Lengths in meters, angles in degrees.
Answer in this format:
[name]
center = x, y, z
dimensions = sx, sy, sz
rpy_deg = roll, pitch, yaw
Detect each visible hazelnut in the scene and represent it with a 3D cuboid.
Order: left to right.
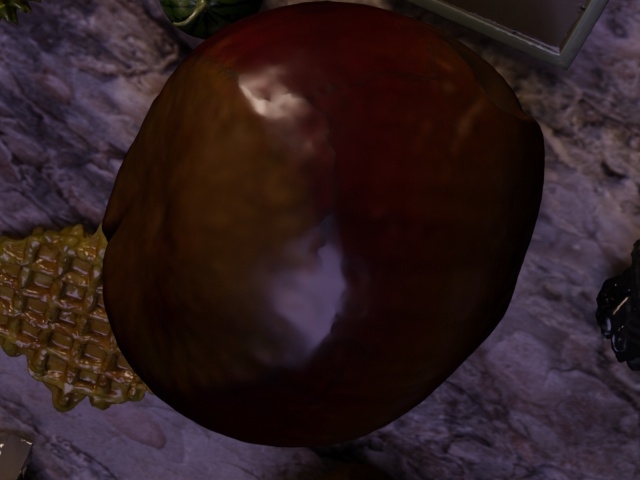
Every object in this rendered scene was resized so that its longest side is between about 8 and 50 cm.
[hazelnut]
center = 0.000, 0.000, 1.713
dimensions = 0.402, 0.402, 0.429
rpy_deg = 28, 124, -11

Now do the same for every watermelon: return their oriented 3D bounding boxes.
[watermelon]
center = -0.099, -0.229, 1.728
dimensions = 0.109, 0.109, 0.109
rpy_deg = 5, 128, 7

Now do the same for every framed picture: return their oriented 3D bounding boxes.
[framed picture]
center = 0.184, -0.295, 1.681
dimensions = 0.217, 0.017, 0.274
rpy_deg = 24, 127, -8

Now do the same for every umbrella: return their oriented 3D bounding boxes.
[umbrella]
center = 0.424, 0.027, 1.817
dimensions = 0.337, 0.128, 0.154
rpy_deg = -24, 117, 23

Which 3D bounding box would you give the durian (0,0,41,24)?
[durian]
center = -0.355, -0.272, 1.710
dimensions = 0.237, 0.176, 0.200
rpy_deg = -4, 147, 0

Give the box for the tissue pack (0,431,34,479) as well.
[tissue pack]
center = -0.481, 0.319, 2.173
dimensions = 0.306, 0.238, 0.238
rpy_deg = 3, 127, 9

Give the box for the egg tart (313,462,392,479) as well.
[egg tart]
center = 0.020, 0.348, 2.098
dimensions = 0.215, 0.215, 0.171
rpy_deg = 38, 110, -18

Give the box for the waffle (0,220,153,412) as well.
[waffle]
center = -0.246, 0.083, 2.025
dimensions = 0.243, 0.058, 0.237
rpy_deg = -17, 122, 23
